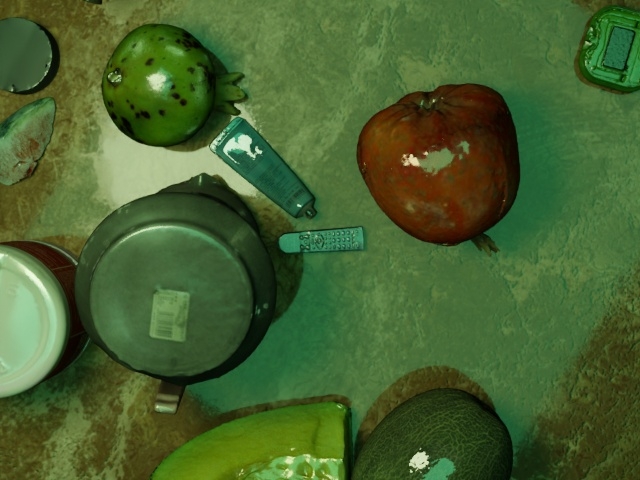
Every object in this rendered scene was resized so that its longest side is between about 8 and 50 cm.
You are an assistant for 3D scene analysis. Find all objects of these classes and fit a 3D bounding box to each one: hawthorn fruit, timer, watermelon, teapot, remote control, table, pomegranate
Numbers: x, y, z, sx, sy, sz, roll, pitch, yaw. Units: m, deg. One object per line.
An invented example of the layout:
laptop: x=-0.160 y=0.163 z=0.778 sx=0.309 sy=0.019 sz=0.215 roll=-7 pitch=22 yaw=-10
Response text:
hawthorn fruit: x=0.215 y=-0.101 z=1.742 sx=0.276 sy=0.276 sz=0.307 roll=-24 pitch=105 yaw=4
timer: x=0.517 y=-0.329 z=1.809 sx=0.128 sy=0.047 sz=0.140 roll=17 pitch=93 yaw=3
watermelon: x=-0.536 y=-0.181 z=1.875 sx=0.094 sy=0.081 sz=0.180 roll=28 pitch=100 yaw=-24
teapot: x=-0.223 y=0.082 z=1.716 sx=0.306 sy=0.361 sz=0.375 roll=8 pitch=104 yaw=-1
remote control: x=0.000 y=0.000 z=1.864 sx=0.153 sy=0.027 sz=0.043 roll=-3 pitch=86 yaw=2
table: x=-0.534 y=-0.327 z=1.868 sx=0.134 sy=0.043 sz=0.133 roll=0 pitch=92 yaw=4
pomegranate: x=-0.252 y=-0.259 z=1.797 sx=0.263 sy=0.211 sz=0.211 roll=5 pitch=94 yaw=-41

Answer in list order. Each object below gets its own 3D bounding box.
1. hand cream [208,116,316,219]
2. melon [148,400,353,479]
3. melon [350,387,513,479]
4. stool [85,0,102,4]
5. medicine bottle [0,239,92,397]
hand cream: x=-0.094 y=-0.118 z=1.860 sx=0.224 sy=0.048 sz=0.083 roll=45 pitch=94 yaw=7
melon: x=-0.115 y=0.438 z=1.782 sx=0.344 sy=0.226 sz=0.331 roll=1 pitch=85 yaw=3
melon: x=0.182 y=0.393 z=1.765 sx=0.237 sy=0.237 sz=0.301 roll=40 pitch=96 yaw=1
stool: x=-0.419 y=-0.517 z=1.756 sx=0.272 sy=0.272 sz=0.178 roll=20 pitch=108 yaw=2
medicine bottle: x=-0.525 y=0.127 z=1.790 sx=0.253 sy=0.241 sz=0.252 roll=0 pitch=93 yaw=4
